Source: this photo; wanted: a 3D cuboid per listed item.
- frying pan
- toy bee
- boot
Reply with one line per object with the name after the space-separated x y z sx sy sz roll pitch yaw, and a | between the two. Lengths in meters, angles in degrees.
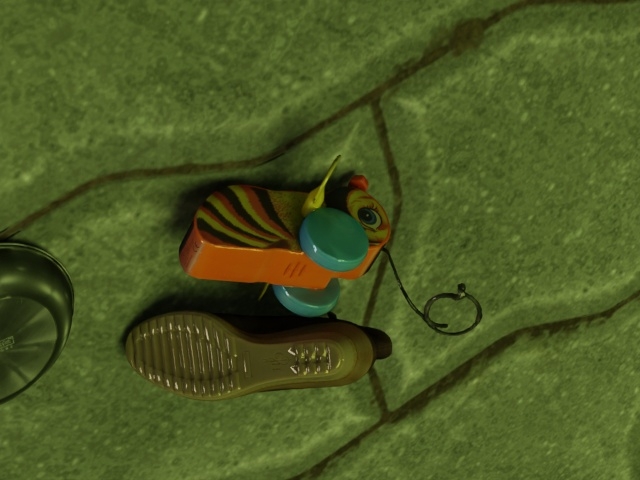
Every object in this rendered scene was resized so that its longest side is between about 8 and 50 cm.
-0.294 0.037 1.288 0.197 0.053 0.326 -3 127 -38 | frying pan
0.000 0.000 1.441 0.298 0.162 0.195 31 126 -32 | toy bee
-0.059 0.118 1.489 0.207 0.249 0.090 4 88 -76 | boot
